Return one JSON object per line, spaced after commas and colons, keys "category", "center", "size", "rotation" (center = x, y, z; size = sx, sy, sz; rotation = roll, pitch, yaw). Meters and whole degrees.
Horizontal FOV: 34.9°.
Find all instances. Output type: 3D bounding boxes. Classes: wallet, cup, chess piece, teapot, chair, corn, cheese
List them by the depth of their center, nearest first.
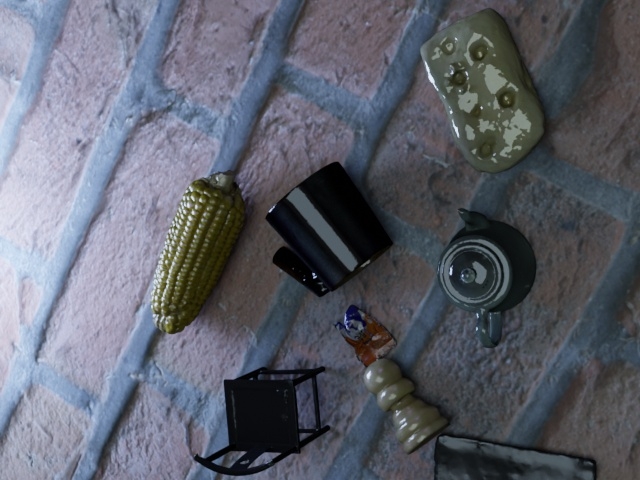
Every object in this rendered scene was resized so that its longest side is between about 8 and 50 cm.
{"category": "cheese", "center": [0.273, -0.244, 1.701], "size": [0.159, 0.093, 0.263], "rotation": [-26, 85, 25]}
{"category": "teapot", "center": [0.268, 0.061, 1.702], "size": [0.162, 0.149, 0.239], "rotation": [-8, 91, 23]}
{"category": "wallet", "center": [0.334, 0.426, 1.775], "size": [0.285, 0.030, 0.146], "rotation": [6, 101, 24]}
{"category": "chess piece", "center": [0.145, 0.287, 1.820], "size": [0.094, 0.094, 0.170], "rotation": [-44, 70, 21]}
{"category": "chair", "center": [-0.102, 0.316, 1.828], "size": [0.154, 0.260, 0.141], "rotation": [-4, 93, 24]}
{"category": "cup", "center": [0.014, -0.011, 1.834], "size": [0.166, 0.239, 0.177], "rotation": [-37, 84, -20]}
{"category": "corn", "center": [-0.236, 0.022, 1.932], "size": [0.130, 0.130, 0.347], "rotation": [30, 110, 18]}

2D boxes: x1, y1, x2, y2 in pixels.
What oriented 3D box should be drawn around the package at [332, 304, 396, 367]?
{"category": "package", "center": [0.077, 0.174, 1.862], "size": [0.110, 0.033, 0.077], "rotation": [44, 87, 0]}
